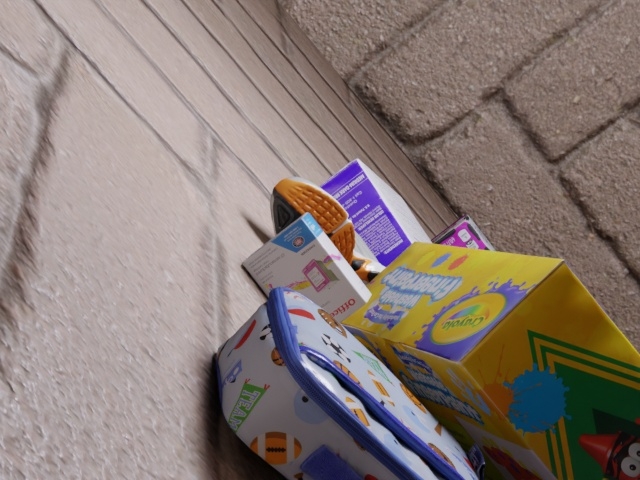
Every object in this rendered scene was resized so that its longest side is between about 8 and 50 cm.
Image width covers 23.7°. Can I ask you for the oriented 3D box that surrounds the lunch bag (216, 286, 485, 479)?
[{"bbox_3d":[0.043,0.190,1.369,0.303,0.115,0.243,42,7,-18],"label":"lunch bag"}]

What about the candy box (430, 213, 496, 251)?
[{"bbox_3d":[0.240,0.099,2.413,0.233,0.159,0.071,51,12,-4],"label":"candy box"}]

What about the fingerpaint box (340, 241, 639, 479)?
[{"bbox_3d":[0.241,0.191,1.724,0.371,0.163,0.445,49,-11,-12],"label":"fingerpaint box"}]

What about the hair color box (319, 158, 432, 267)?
[{"bbox_3d":[0.128,0.061,2.212,0.339,0.110,0.185,57,10,29],"label":"hair color box"}]

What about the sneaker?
[{"bbox_3d":[0.000,0.000,1.951,0.262,0.099,0.121,53,0,-42],"label":"sneaker"}]

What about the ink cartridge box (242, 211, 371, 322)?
[{"bbox_3d":[-0.014,0.044,1.716,0.122,0.088,0.052,52,11,-4],"label":"ink cartridge box"}]
